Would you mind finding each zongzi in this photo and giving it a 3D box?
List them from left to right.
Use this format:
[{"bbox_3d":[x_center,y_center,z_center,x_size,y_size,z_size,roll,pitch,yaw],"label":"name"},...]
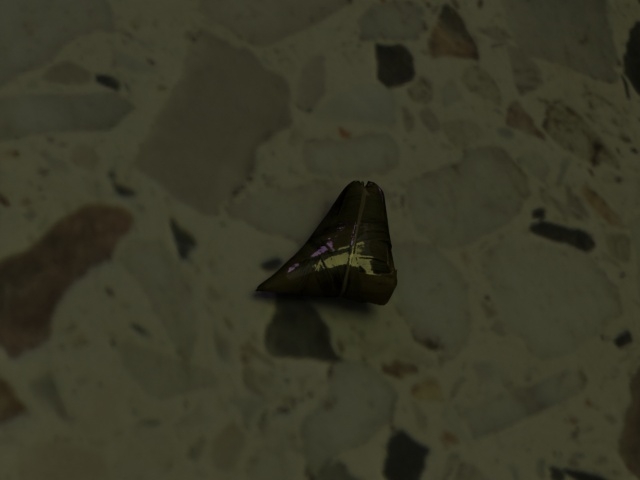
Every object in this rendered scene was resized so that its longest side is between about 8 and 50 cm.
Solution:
[{"bbox_3d":[0.000,0.000,0.955,0.083,0.040,0.076,1,56,-11],"label":"zongzi"}]
